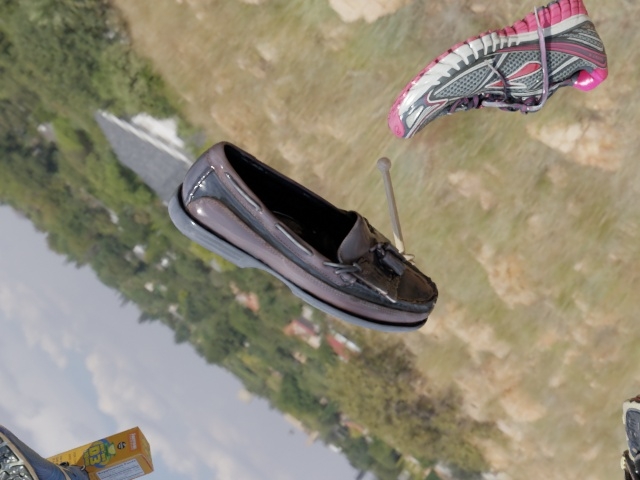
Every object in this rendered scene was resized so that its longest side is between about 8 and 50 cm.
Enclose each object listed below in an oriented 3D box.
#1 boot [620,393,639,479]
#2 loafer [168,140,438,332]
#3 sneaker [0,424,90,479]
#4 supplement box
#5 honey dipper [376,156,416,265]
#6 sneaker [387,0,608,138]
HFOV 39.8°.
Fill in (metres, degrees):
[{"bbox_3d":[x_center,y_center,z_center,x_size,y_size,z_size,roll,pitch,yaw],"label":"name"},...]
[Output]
[{"bbox_3d":[0.265,0.275,0.744,0.378,0.284,0.138,7,178,-15],"label":"boot"},{"bbox_3d":[0.000,0.000,0.891,0.303,0.095,0.109,25,-146,-16],"label":"loafer"},{"bbox_3d":[-0.506,0.453,1.603,0.330,0.130,0.147,55,-166,-16],"label":"sneaker"},{"bbox_3d":[-0.454,0.450,1.748,0.078,0.234,0.080,-114,8,-47],"label":"supplement box"},{"bbox_3d":[0.088,-0.023,1.049,0.030,0.031,0.160,90,170,-80],"label":"honey dipper"},{"bbox_3d":[0.217,-0.193,1.060,0.112,0.299,0.121,63,167,3],"label":"sneaker"}]
